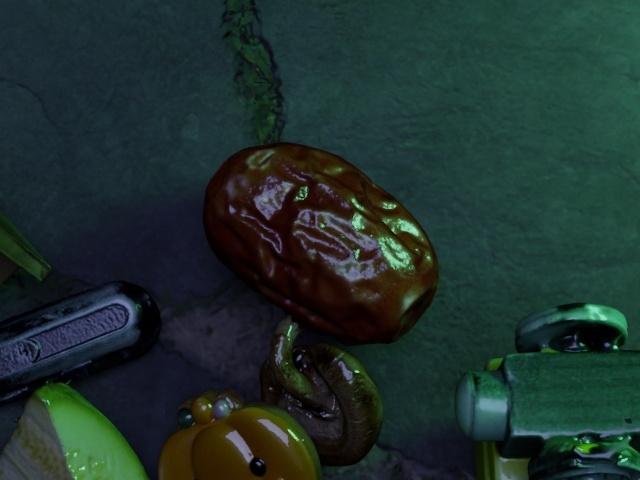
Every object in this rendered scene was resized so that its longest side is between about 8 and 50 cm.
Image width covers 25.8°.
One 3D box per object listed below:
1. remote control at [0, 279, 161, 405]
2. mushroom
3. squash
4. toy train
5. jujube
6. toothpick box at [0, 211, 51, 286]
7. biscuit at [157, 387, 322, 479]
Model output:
[{"bbox_3d":[-0.294,0.112,1.433,0.266,0.066,0.090,-20,74,-6],"label":"remote control"},{"bbox_3d":[-0.005,0.148,1.396,0.135,0.170,0.080,-6,33,29],"label":"mushroom"},{"bbox_3d":[-0.191,0.287,1.364,0.289,0.111,0.203,41,121,12],"label":"squash"},{"bbox_3d":[0.341,0.174,1.326,0.442,0.272,0.179,-1,66,-1],"label":"toy train"},{"bbox_3d":[0.000,0.000,1.412,0.250,0.174,0.174,33,79,14],"label":"jujube"},{"bbox_3d":[-0.457,0.053,1.373,0.308,0.187,0.190,-47,61,-5],"label":"toothpick box"},{"bbox_3d":[-0.088,0.226,1.381,0.170,0.050,0.170,3,102,15],"label":"biscuit"}]
